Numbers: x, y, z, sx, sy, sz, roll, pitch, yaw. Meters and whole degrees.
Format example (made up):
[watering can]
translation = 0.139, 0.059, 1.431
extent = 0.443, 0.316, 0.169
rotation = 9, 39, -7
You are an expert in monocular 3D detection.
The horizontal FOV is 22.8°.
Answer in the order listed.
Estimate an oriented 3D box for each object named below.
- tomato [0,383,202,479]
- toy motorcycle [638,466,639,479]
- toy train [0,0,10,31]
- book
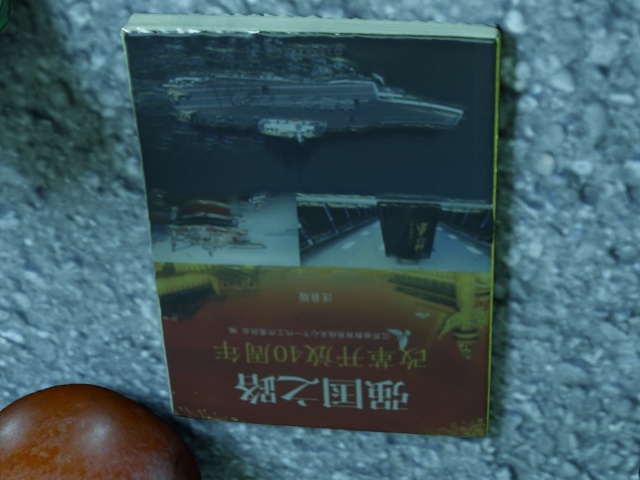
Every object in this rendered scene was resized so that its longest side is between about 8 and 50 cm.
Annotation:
[tomato]
translation = -0.195, 0.216, 1.289
extent = 0.208, 0.184, 0.208
rotation = 3, 132, 3
[toy motorcycle]
translation = 0.317, 0.268, 1.298
extent = 0.157, 0.091, 0.263
rotation = 11, 126, -4
[toy train]
translation = -0.322, -0.166, 1.015
extent = 0.145, 0.202, 0.266
rotation = -26, 115, 28
[book]
translation = 0.000, 0.000, 1.193
extent = 0.263, 0.028, 0.374
rotation = 2, 127, 7
